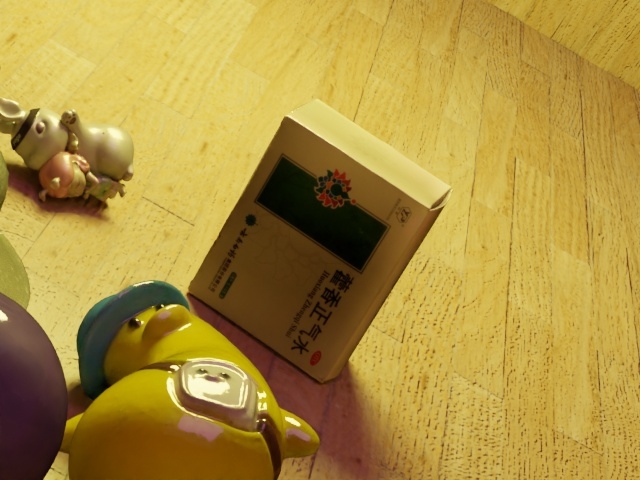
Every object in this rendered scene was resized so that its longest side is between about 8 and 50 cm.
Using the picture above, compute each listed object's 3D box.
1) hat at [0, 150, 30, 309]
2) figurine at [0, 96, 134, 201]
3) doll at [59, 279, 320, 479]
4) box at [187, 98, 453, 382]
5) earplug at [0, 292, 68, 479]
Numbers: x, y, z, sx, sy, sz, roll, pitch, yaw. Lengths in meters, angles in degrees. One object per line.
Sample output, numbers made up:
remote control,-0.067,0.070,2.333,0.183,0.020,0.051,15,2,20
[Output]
hat,-0.333,-0.044,1.344,0.257,0.130,0.257,26,24,-12
figurine,-0.253,-0.089,1.587,0.146,0.081,0.098,13,30,-37
doll,-0.105,0.140,1.239,0.199,0.145,0.363,0,27,-9
box,0.000,0.000,1.558,0.168,0.212,0.095,33,23,5
earplug,-0.375,0.043,1.047,0.455,0.215,0.215,28,24,-17
